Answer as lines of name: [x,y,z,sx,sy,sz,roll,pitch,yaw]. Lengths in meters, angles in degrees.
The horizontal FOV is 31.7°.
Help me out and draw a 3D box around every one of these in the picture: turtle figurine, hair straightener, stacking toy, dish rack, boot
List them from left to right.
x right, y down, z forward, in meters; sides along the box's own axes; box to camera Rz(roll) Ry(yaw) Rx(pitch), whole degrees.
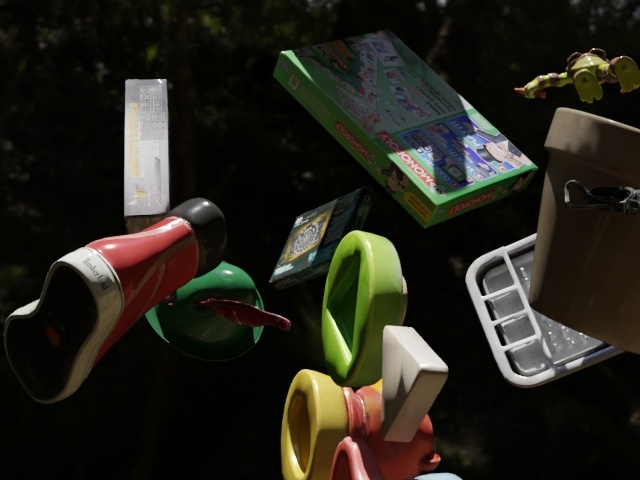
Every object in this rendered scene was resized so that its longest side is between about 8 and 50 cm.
boot: [-0.175,0.052,1.004,0.176,0.088,0.244,-31,-7,-40]
stacking toy: [0.077,0.156,0.934,0.130,0.279,0.309,7,25,-17]
dish rack: [0.450,0.105,2.002,0.333,0.285,0.072,-24,-38,10]
turtle figurine: [0.488,-0.293,1.983,0.270,0.087,0.217,-4,10,-1]
hair straightener: [0.349,-0.051,1.223,0.089,0.047,0.230,-1,7,-38]

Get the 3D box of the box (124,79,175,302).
box: [-0.219,-0.063,1.451,0.056,0.231,0.183,-3,-37,-6]

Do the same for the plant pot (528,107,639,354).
plant pot: [0.430,-0.001,1.581,0.323,0.280,0.323,22,5,-2]

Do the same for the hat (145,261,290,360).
hat: [-0.125,0.053,1.532,0.173,0.208,0.183,-59,1,-40]

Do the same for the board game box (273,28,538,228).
board game box: [0.114,-0.162,1.525,0.213,0.317,0.046,-21,-32,-39]

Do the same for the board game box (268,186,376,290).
board game box: [0.000,0.000,1.655,0.026,0.126,0.186,34,-28,-21]
